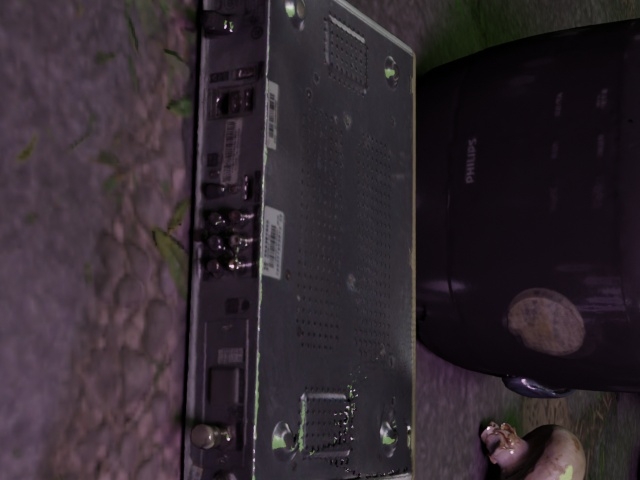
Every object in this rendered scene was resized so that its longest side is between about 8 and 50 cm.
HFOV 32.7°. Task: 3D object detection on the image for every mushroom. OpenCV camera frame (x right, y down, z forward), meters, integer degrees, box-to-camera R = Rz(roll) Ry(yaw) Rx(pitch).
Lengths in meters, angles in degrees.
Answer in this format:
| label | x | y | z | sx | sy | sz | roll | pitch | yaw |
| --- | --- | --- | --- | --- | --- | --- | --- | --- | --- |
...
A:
| label | x | y | z | sx | sy | sz | roll | pitch | yaw |
| --- | --- | --- | --- | --- | --- | --- | --- | --- | --- |
| mushroom | 0.152 | 0.168 | 0.815 | 0.079 | 0.085 | 0.085 | 42 | 40 | -4 |

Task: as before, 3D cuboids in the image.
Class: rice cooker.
| label | x | y | z | sx | sy | sz | roll | pitch | yaw |
| --- | --- | --- | --- | --- | --- | --- | --- | --- | --- |
| rice cooker | 0.190 | -0.017 | 0.737 | 0.267 | 0.225 | 0.267 | 16 | 72 | -61 |

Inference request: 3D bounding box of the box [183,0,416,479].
| label | x | y | z | sx | sy | sz | roll | pitch | yaw |
| --- | --- | --- | --- | --- | --- | --- | --- | --- | --- |
| box | 0.000 | 0.000 | 0.580 | 0.211 | 0.045 | 0.270 | 19 | 70 | -60 |
